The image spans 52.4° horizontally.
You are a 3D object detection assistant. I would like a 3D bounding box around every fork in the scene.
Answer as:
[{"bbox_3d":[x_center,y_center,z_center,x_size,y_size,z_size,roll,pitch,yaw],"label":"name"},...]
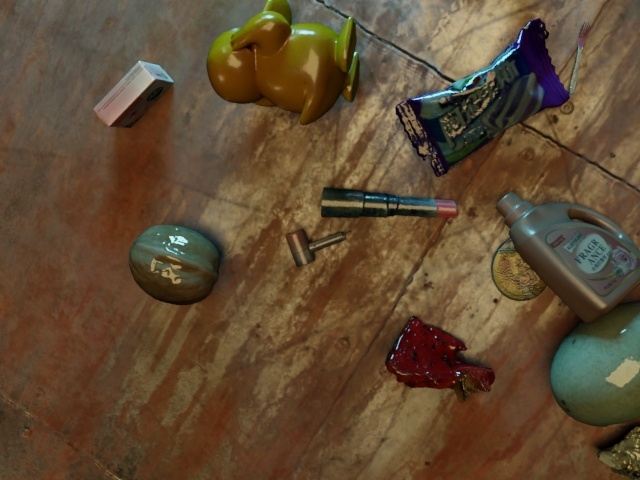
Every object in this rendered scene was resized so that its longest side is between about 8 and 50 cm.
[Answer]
[{"bbox_3d":[0.419,-0.295,1.054,0.016,0.012,0.115,9,99,8],"label":"fork"}]

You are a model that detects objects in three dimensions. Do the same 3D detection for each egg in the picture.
[{"bbox_3d":[0.480,0.196,1.042,0.236,0.169,0.169,-40,91,15],"label":"egg"}]

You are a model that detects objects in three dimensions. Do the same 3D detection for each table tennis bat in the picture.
[{"bbox_3d":[0.346,0.029,1.117,0.100,0.019,0.155,1,101,10],"label":"table tennis bat"}]

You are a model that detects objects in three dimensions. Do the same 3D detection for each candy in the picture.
[{"bbox_3d":[0.270,-0.229,1.065,0.275,0.070,0.145,-31,100,8],"label":"candy"}]

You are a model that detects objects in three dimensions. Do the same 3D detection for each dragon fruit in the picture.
[{"bbox_3d":[0.213,0.225,1.158,0.192,0.122,0.092,15,140,4],"label":"dragon fruit"}]

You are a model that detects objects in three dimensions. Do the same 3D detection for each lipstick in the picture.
[{"bbox_3d":[0.119,-0.060,1.124,0.234,0.053,0.053,4,100,8],"label":"lipstick"}]

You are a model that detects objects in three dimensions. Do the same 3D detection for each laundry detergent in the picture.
[{"bbox_3d":[0.406,0.001,1.053,0.171,0.076,0.237,-30,69,-26],"label":"laundry detergent"}]

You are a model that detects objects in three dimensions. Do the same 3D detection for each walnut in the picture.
[{"bbox_3d":[-0.260,0.043,1.164,0.162,0.140,0.140,15,101,18],"label":"walnut"}]

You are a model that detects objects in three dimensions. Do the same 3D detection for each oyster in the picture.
[{"bbox_3d":[0.575,0.369,1.111,0.177,0.064,0.125,-30,89,11],"label":"oyster"}]

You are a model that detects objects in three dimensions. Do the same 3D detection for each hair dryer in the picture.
[{"bbox_3d":[0.000,0.000,1.166,0.114,0.037,0.063,-19,94,4],"label":"hair dryer"}]

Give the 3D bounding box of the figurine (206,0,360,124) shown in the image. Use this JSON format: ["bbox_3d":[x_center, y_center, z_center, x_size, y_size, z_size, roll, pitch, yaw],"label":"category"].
[{"bbox_3d":[-0.058,-0.286,1.054,0.228,0.215,0.215,32,103,17],"label":"figurine"}]

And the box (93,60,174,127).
[{"bbox_3d":[-0.329,-0.256,1.150,0.125,0.089,0.043,-41,91,14],"label":"box"}]
